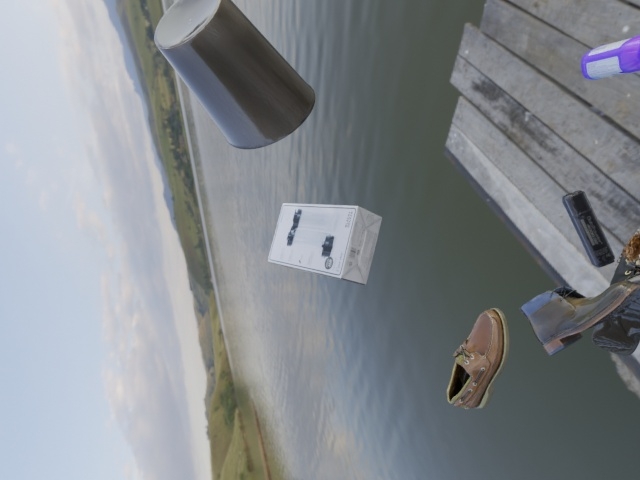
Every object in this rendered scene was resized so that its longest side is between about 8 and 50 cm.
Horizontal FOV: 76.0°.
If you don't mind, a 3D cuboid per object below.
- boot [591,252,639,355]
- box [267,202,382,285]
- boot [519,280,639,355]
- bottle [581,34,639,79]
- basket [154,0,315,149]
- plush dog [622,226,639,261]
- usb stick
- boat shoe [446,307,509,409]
[{"bbox_3d":[0.870,0.121,1.113,0.138,0.284,0.377,22,152,33],"label":"boot"},{"bbox_3d":[0.000,0.000,1.011,0.290,0.087,0.169,6,81,49],"label":"box"},{"bbox_3d":[0.455,0.116,0.745,0.106,0.082,0.219,60,145,32],"label":"boot"},{"bbox_3d":[0.860,-0.509,1.121,0.283,0.118,0.092,-121,12,-74],"label":"bottle"},{"bbox_3d":[-0.150,-0.286,0.694,0.227,0.204,0.154,43,-136,-53],"label":"basket"},{"bbox_3d":[0.779,0.006,0.821,0.225,0.210,0.262,37,172,32],"label":"plush dog"},{"bbox_3d":[0.937,-0.042,1.432,0.278,0.077,0.045,66,-167,3],"label":"usb stick"},{"bbox_3d":[0.423,0.329,1.115,0.111,0.104,0.307,-115,30,-73],"label":"boat shoe"}]
